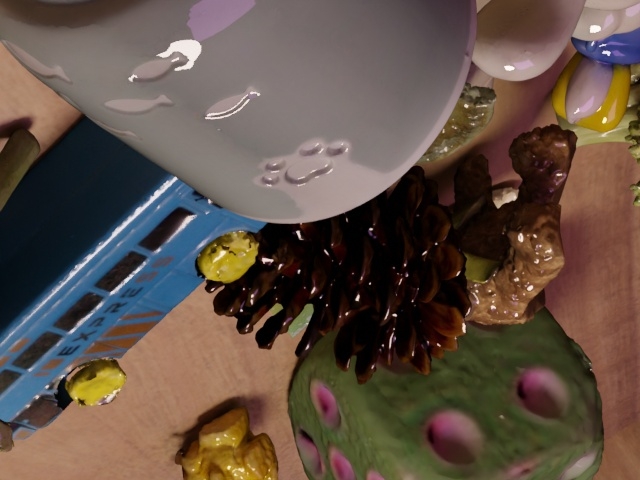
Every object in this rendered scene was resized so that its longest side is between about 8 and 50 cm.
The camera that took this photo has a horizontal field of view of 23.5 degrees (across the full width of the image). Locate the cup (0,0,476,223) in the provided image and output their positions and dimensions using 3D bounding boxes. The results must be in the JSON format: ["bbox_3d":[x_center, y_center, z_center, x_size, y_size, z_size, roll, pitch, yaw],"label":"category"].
[{"bbox_3d":[-0.109,-0.182,1.017,0.274,0.357,0.259,36,65,-58],"label":"cup"}]

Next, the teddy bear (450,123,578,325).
[{"bbox_3d":[0.161,-0.007,1.749,0.223,0.246,0.296,11,146,5],"label":"teddy bear"}]

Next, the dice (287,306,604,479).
[{"bbox_3d":[0.165,0.252,2.055,0.322,0.330,0.318,-24,155,-24],"label":"dice"}]

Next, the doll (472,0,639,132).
[{"bbox_3d":[0.261,-0.274,1.376,0.376,0.187,0.365,-45,158,1],"label":"doll"}]

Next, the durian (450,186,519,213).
[{"bbox_3d":[0.207,-0.025,1.934,0.130,0.052,0.066,-21,150,-24],"label":"durian"}]

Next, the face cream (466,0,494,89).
[{"bbox_3d":[0.095,-0.194,1.458,0.174,0.081,0.348,-22,153,-11],"label":"face cream"}]

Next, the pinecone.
[{"bbox_3d":[0.010,0.031,1.588,0.292,0.246,0.246,5,140,-23],"label":"pinecone"}]

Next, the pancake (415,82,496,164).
[{"bbox_3d":[0.038,-0.131,1.427,0.254,0.037,0.253,2,151,1],"label":"pancake"}]

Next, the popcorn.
[{"bbox_3d":[-0.122,0.302,2.033,0.152,0.148,0.167,11,121,-11],"label":"popcorn"}]

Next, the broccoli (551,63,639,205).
[{"bbox_3d":[0.395,-0.156,1.789,0.243,0.247,0.263,-10,118,20],"label":"broccoli"}]

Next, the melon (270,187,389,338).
[{"bbox_3d":[0.001,0.000,1.763,0.114,0.053,0.261,15,125,-35],"label":"melon"}]

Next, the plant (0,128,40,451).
[{"bbox_3d":[-0.316,0.064,1.223,0.297,0.261,0.306,-21,163,-27],"label":"plant"}]

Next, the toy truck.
[{"bbox_3d":[-0.204,0.015,1.393,0.385,0.161,0.162,-41,145,18],"label":"toy truck"}]
